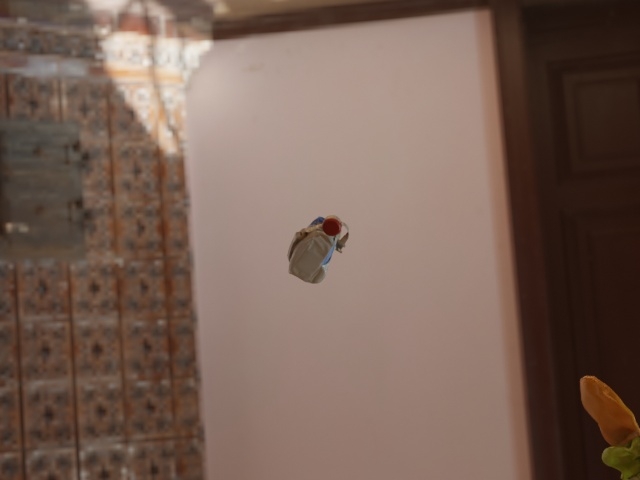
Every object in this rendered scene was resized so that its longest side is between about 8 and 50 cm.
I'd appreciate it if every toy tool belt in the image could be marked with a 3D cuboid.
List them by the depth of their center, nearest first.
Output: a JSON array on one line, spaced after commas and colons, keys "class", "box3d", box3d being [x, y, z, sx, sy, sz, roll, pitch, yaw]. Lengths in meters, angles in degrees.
[{"class": "toy tool belt", "box3d": [0.000, 0.000, 1.299, 0.052, 0.083, 0.051, 30, -151, -3]}]

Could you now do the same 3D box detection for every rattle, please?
[{"class": "rattle", "box3d": [0.275, 0.261, 1.322, 0.200, 0.143, 0.130, -46, -174, -5]}]
